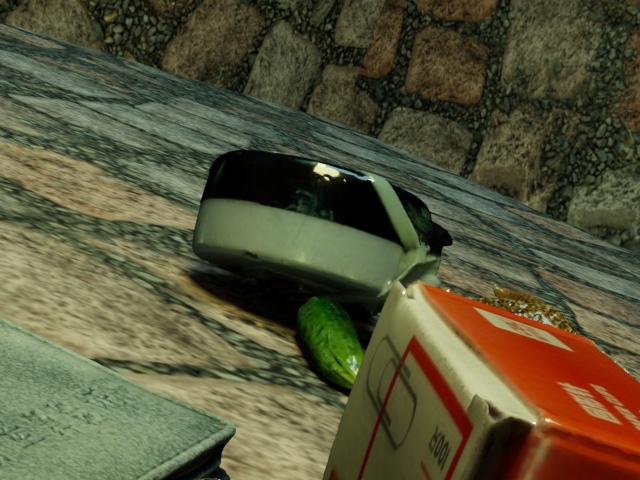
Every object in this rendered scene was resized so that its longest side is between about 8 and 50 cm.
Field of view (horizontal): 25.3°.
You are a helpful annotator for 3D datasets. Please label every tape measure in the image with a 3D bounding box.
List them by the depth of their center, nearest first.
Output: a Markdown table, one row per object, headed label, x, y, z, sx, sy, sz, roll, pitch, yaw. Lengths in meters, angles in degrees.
| label | x | y | z | sx | sy | sz | roll | pitch | yaw |
| --- | --- | --- | --- | --- | --- | --- | --- | --- | --- |
| tape measure | -0.004 | -0.001 | 1.066 | 0.181 | 0.107 | 0.182 | 15 | -7 | -12 |

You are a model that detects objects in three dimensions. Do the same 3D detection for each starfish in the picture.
| label | x | y | z | sx | sy | sz | roll | pitch | yaw |
| --- | --- | --- | --- | --- | --- | --- | --- | --- | --- |
| starfish | 0.188 | 0.081 | 1.218 | 0.238 | 0.057 | 0.213 | 21 | 16 | 10 |

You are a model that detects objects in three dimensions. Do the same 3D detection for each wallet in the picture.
| label | x | y | z | sx | sy | sz | roll | pitch | yaw |
| --- | --- | --- | --- | --- | --- | --- | --- | --- | --- |
| wallet | -0.139 | 0.073 | 0.547 | 0.167 | 0.036 | 0.222 | 22 | 9 | 15 |

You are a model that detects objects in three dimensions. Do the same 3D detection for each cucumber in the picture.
| label | x | y | z | sx | sy | sz | roll | pitch | yaw |
| --- | --- | --- | --- | --- | --- | --- | --- | --- | --- |
| cucumber | 0.006 | 0.063 | 0.957 | 0.039 | 0.039 | 0.168 | 18 | 10 | -13 |

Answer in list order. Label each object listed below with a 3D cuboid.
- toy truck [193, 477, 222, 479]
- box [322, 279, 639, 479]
| label | x | y | z | sx | sy | sz | roll | pitch | yaw |
| --- | --- | --- | --- | --- | --- | --- | --- | --- | --- |
| toy truck | -0.030 | 0.119 | 0.505 | 0.083 | 0.039 | 0.044 | 27 | 25 | 32 |
| box | 0.061 | 0.102 | 0.496 | 0.099 | 0.133 | 0.182 | 18 | 10 | -11 |
